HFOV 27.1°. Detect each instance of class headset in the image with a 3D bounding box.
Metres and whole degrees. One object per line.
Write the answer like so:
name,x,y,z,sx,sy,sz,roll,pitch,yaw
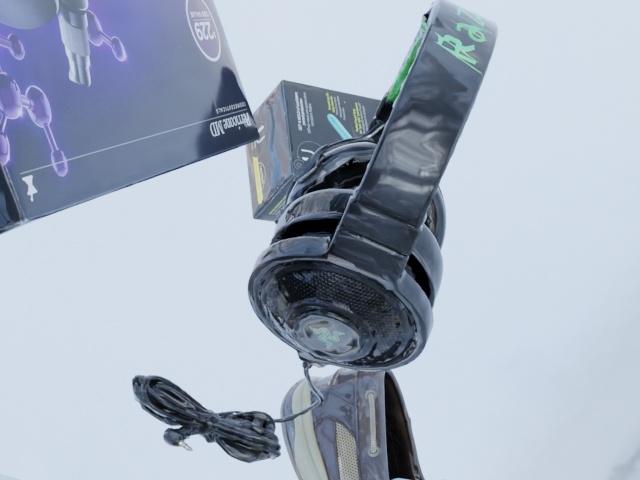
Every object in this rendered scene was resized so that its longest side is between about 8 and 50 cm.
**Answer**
headset,0.000,0.000,0.975,0.243,0.185,0.394,-70,3,-66

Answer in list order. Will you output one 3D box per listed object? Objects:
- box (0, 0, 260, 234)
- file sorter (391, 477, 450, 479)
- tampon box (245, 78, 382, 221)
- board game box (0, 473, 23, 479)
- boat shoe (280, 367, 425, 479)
box,-0.143,-0.104,0.635,0.103,0.261,0.184,-14,97,20
file sorter,0.116,0.281,1.065,0.170,0.104,0.118,28,95,39
tampon box,0.012,-0.086,1.436,0.101,0.161,0.120,-44,46,50
board game box,-0.279,0.285,0.817,0.224,0.097,0.303,6,86,34
boat shoe,0.075,0.289,1.316,0.130,0.132,0.355,-26,80,23
